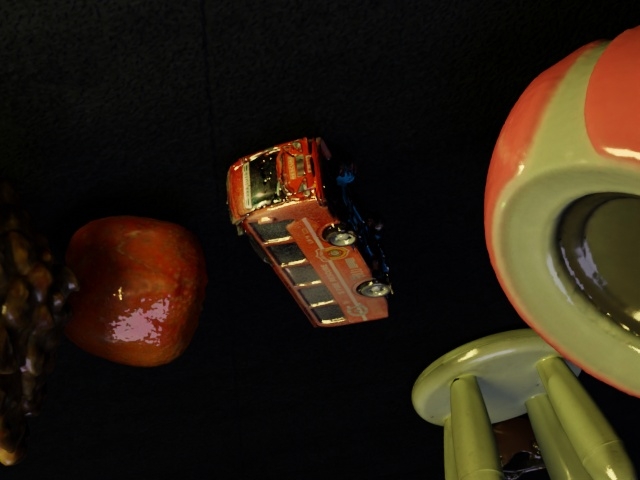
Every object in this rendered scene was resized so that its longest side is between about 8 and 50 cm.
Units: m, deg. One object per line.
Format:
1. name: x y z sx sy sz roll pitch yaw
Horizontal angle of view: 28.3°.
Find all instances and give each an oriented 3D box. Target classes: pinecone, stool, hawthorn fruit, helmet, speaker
1. pinecone: -0.269 0.056 0.866 0.201 0.202 0.229 3 114 26
2. stool: 0.215 0.223 1.362 0.195 0.199 0.195 -12 151 -7
3. hawthorn fruit: -0.147 0.037 0.990 0.128 0.128 0.128 -11 149 -7
4. helmet: 0.225 0.245 1.521 0.123 0.070 0.098 -9 155 -23
5. speaker: 0.260 -0.018 0.918 0.294 0.294 0.294 -11 149 -7

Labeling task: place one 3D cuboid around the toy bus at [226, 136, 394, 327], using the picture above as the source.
1. toy bus: 0.000 0.000 1.034 0.096 0.073 0.235 -15 150 12
